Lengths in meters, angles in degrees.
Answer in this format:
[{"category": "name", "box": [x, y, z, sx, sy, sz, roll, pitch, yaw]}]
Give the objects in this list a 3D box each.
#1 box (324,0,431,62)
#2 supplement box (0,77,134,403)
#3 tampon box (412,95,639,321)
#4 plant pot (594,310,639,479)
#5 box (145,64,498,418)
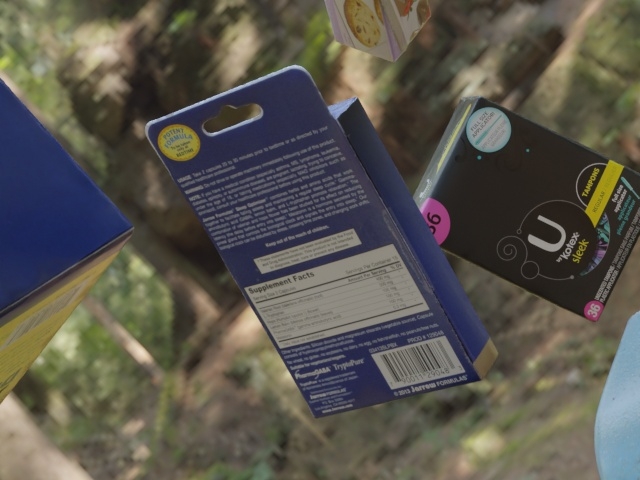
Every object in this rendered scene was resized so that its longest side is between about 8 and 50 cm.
[{"category": "box", "box": [0.021, -0.276, 1.292, 0.063, 0.067, 0.324, -53, -32, -26]}, {"category": "supplement box", "box": [-0.344, 0.056, 1.359, 0.195, 0.194, 0.356, -36, -9, -48]}, {"category": "tampon box", "box": [0.162, -0.027, 1.317, 0.101, 0.161, 0.120, -121, 56, -85]}, {"category": "plant pot", "box": [0.391, 0.182, 1.485, 0.248, 0.247, 0.252, -41, 8, 47]}, {"category": "box", "box": [0.000, 0.000, 1.029, 0.136, 0.225, 0.036, -17, 22, 37]}]
